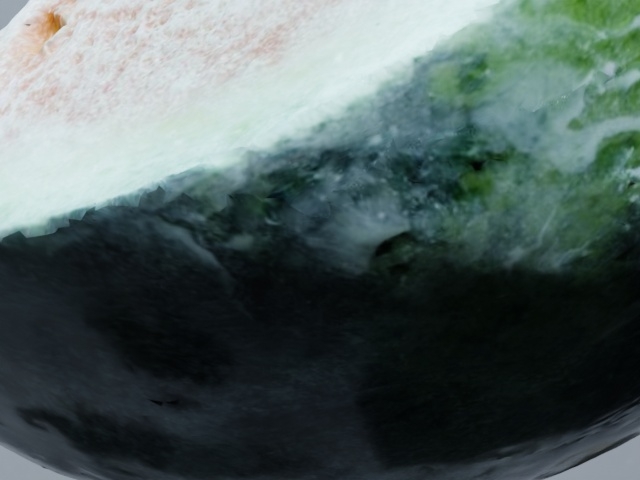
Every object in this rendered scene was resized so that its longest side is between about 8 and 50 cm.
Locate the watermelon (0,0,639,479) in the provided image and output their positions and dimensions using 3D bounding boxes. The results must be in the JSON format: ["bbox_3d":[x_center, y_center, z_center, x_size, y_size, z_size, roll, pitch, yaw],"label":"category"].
[{"bbox_3d":[-0.005,-0.026,0.498,0.289,0.320,0.214,-7,66,-11],"label":"watermelon"}]
